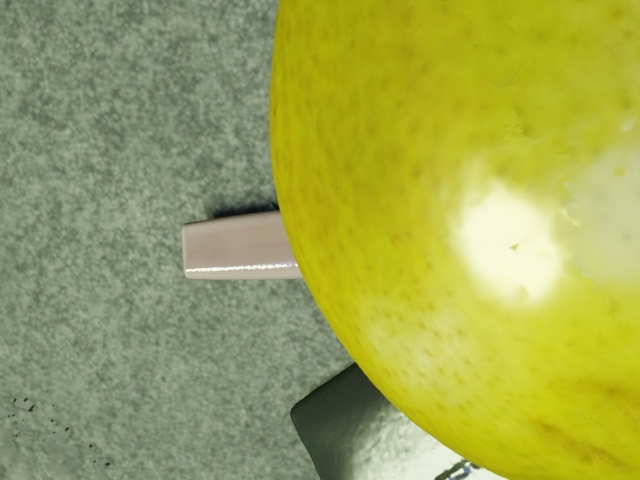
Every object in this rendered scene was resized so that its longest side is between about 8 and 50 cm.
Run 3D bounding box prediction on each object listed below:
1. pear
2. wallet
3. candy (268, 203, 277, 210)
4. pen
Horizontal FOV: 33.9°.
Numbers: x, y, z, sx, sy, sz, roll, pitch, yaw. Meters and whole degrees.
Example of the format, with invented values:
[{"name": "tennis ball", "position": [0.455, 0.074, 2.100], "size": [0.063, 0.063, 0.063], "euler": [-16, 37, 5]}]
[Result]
[{"name": "pear", "position": [0.164, -0.044, 0.522], "size": [0.362, 0.362, 0.418], "euler": [-30, 110, 22]}, {"name": "wallet", "position": [0.098, 0.117, 0.733], "size": [0.250, 0.044, 0.149], "euler": [-37, 67, 21]}, {"name": "candy", "position": [-0.013, 0.008, 0.768], "size": [0.083, 0.023, 0.025], "euler": [50, 154, 1]}, {"name": "pen", "position": [0.000, 0.000, 0.742], "size": [0.197, 0.032, 0.053], "euler": [-3, 84, 10]}]
